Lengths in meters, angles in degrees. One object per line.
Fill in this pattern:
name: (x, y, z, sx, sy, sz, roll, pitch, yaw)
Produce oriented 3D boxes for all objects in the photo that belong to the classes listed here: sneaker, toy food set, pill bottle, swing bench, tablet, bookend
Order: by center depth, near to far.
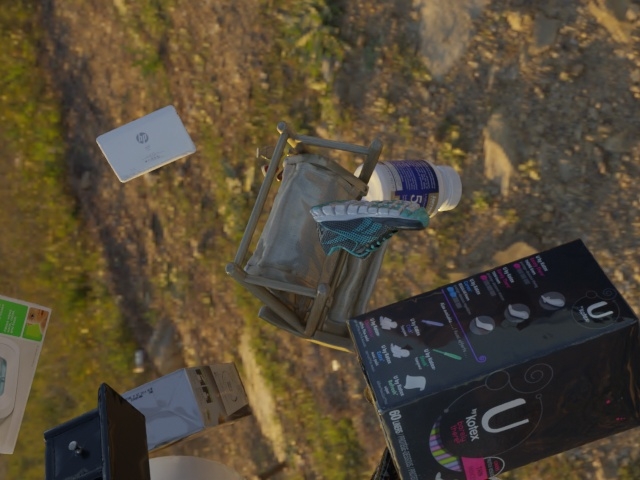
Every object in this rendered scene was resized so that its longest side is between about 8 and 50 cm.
bookend: (-0.239, 0.238, 0.885, 0.156, 0.072, 0.157, -24, 46, 10)
tablet: (-0.169, -0.093, 0.939, 0.006, 0.083, 0.054, -103, -11, -59)
sneaker: (0.066, -0.012, 1.238, 0.166, 0.065, 0.076, 2, 104, 34)
swing bench: (0.000, 0.000, 1.468, 0.165, 0.255, 0.253, 13, 68, 17)
pill bottle: (0.159, -0.091, 1.756, 0.112, 0.186, 0.112, 15, 108, 56)
toy food set: (-0.064, -0.146, 1.860, 0.019, 0.122, 0.078, 2, 100, 55)

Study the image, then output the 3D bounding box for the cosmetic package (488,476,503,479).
cosmetic package: (0.274, 0.515, 1.655, 0.151, 0.151, 0.184, 123, 168, -59)

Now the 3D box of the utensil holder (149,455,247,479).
utensil holder: (-0.244, 0.602, 1.596, 0.328, 0.327, 0.386, -59, 24, 30)

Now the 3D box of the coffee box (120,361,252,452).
coffee box: (-0.216, 0.265, 1.526, 0.141, 0.246, 0.098, -23, 81, 11)

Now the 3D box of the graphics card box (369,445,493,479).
graphics card box: (0.141, 0.447, 1.329, 0.094, 0.232, 0.371, -67, -4, -46)

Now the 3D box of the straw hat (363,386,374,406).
straw hat: (0.129, 0.289, 1.543, 0.144, 0.144, 0.061, 31, 111, 45)

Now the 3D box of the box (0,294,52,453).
box: (-0.606, 0.208, 1.615, 0.126, 0.231, 0.262, 7, 79, 32)

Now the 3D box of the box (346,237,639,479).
box: (0.186, 0.138, 1.018, 0.143, 0.270, 0.165, -110, 1, -51)
